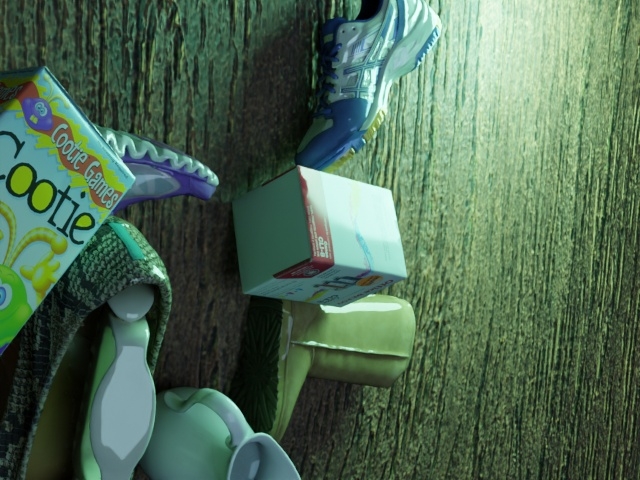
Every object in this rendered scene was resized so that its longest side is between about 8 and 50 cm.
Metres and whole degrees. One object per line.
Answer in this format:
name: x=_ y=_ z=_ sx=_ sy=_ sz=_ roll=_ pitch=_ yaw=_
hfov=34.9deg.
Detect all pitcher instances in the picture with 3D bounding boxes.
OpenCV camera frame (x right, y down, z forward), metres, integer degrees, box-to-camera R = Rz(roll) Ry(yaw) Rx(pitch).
pitcher: x=-0.136 y=0.223 z=1.170 sx=0.125 sy=0.207 sz=0.178 roll=-37 pitch=122 yaw=-32

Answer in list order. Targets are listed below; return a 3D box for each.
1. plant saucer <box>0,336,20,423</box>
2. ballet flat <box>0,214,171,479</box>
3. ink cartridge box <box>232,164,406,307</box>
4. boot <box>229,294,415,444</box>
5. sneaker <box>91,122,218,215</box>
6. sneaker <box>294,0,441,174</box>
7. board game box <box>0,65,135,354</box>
plant saucer: x=-0.388 y=0.168 z=1.037 sx=0.200 sy=0.037 sz=0.200 roll=-11 pitch=107 yaw=-41
ballet flat: x=-0.243 y=0.216 z=1.014 sx=0.164 sy=0.182 sz=0.483 roll=1 pitch=114 yaw=-37
ink cartridge box: x=0.000 y=0.000 z=1.276 sx=0.176 sy=0.128 sz=0.127 roll=11 pitch=62 yaw=-44
boot: x=0.013 y=0.183 z=1.387 sx=0.269 sy=0.089 sz=0.236 roll=12 pitch=92 yaw=-46
sneaker: x=-0.223 y=-0.067 z=1.109 sx=0.236 sy=0.095 sz=0.105 roll=12 pitch=98 yaw=-40
sneaker: x=0.032 y=-0.216 z=1.320 sx=0.131 sy=0.112 sz=0.296 roll=40 pitch=69 yaw=-23
board game box: x=-0.316 y=-0.004 z=0.879 sx=0.142 sy=0.144 sz=0.275 roll=56 pitch=52 yaw=-35
